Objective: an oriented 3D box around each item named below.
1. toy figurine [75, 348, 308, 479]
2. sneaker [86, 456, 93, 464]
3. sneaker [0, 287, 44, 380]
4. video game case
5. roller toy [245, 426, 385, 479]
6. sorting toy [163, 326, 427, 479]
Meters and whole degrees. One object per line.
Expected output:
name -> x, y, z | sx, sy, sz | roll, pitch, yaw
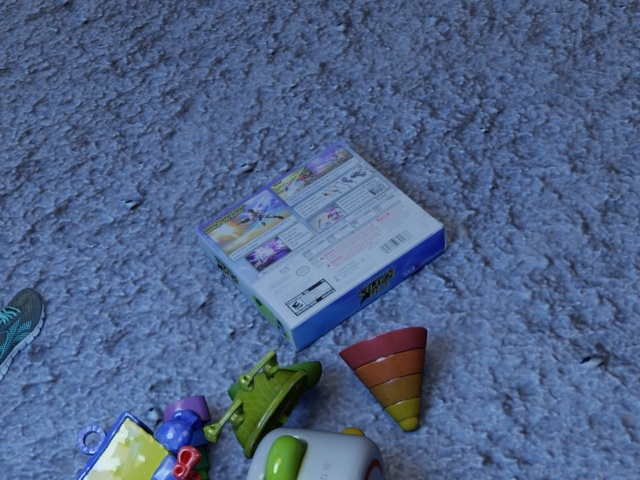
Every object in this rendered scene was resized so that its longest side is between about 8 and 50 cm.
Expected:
toy figurine -> -0.203, 0.251, 1.595 | 0.217, 0.191, 0.362 | 27, 77, 28
sneaker -> -0.297, 0.335, 1.684 | 0.059, 0.053, 0.144 | -8, 47, 7
sneaker -> -0.447, 0.125, 1.883 | 0.065, 0.076, 0.166 | 11, 52, 19
video game case -> 0.000, 0.000, 1.913 | 0.269, 0.061, 0.244 | -33, 52, -18
roller toy -> 0.001, 0.317, 1.548 | 0.146, 0.209, 0.191 | 4, 89, 15
sorting toy -> -0.019, 0.222, 1.717 | 0.365, 0.127, 0.126 | -18, 78, -1
